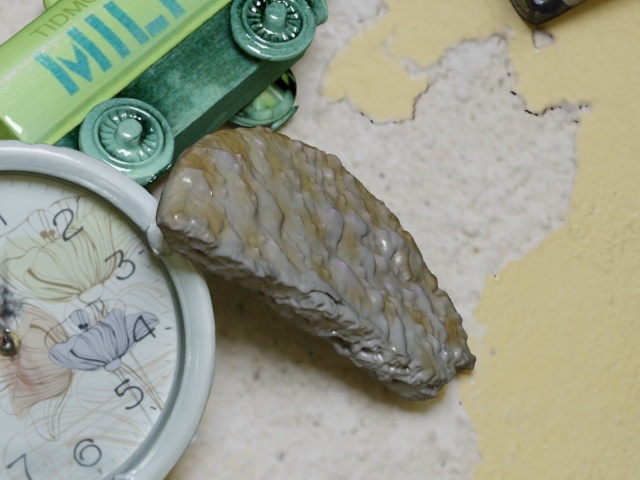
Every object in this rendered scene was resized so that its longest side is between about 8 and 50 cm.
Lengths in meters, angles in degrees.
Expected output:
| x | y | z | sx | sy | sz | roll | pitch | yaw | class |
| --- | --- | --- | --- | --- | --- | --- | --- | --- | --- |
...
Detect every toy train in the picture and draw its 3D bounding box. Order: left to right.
| x | y | z | sx | sy | sz | roll | pitch | yaw | class |
| --- | --- | --- | --- | --- | --- | --- | --- | --- | --- |
| -0.114 | -0.110 | 1.205 | 0.157 | 0.105 | 0.253 | 42 | 61 | 11 | toy train |

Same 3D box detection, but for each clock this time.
| x | y | z | sx | sy | sz | roll | pitch | yaw | class |
| --- | --- | --- | --- | --- | --- | --- | --- | --- | --- |
| -0.178 | 0.060 | 1.103 | 0.236 | 0.053 | 0.236 | -1 | 94 | -10 | clock |

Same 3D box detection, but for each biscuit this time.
| x | y | z | sx | sy | sz | roll | pitch | yaw | class |
| --- | --- | --- | --- | --- | --- | --- | --- | --- | --- |
| -0.001 | 0.001 | 1.180 | 0.290 | 0.038 | 0.141 | 32 | 40 | -41 | biscuit |

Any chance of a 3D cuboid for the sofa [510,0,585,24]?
| x | y | z | sx | sy | sz | roll | pitch | yaw | class |
| --- | --- | --- | --- | --- | --- | --- | --- | --- | --- |
| 0.155 | -0.300 | 1.371 | 0.200 | 0.182 | 0.258 | -32 | 83 | -11 | sofa |
